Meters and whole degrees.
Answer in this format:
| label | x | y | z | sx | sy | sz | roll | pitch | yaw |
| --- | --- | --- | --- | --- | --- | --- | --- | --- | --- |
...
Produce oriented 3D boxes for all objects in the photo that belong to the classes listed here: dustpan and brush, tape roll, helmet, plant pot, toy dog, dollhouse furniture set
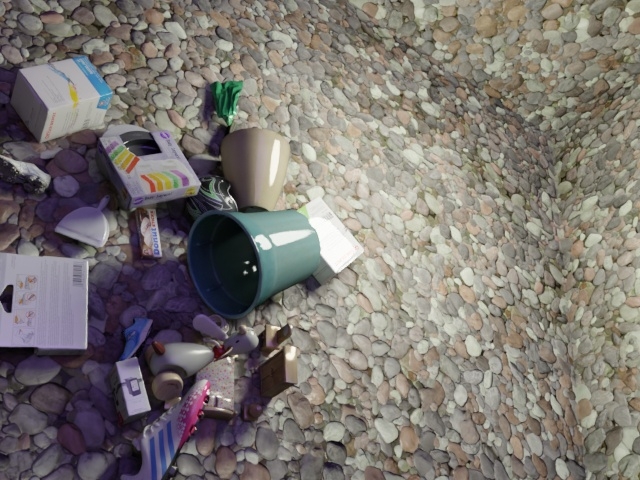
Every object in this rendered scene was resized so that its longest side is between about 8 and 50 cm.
| label | x | y | z | sx | sy | sz | roll | pitch | yaw |
| --- | --- | --- | --- | --- | --- | --- | --- | --- | --- |
| dustpan and brush | -0.700 | -0.072 | 1.852 | 0.147 | 0.060 | 0.211 | 22 | 57 | -6 |
| tape roll | -0.632 | -0.280 | 2.014 | 0.219 | 0.072 | 0.219 | 17 | 53 | -24 |
| helmet | -0.369 | -0.123 | 2.037 | 0.169 | 0.169 | 0.162 | 14 | 43 | -28 |
| plant pot | -0.234 | -0.213 | 2.138 | 0.256 | 0.256 | 0.274 | 14 | 60 | -28 |
| toy dog | -0.353 | 0.298 | 1.703 | 0.220 | 0.161 | 0.333 | 30 | 50 | 32 |
| plant pot | -0.197 | 0.047 | 1.957 | 0.334 | 0.341 | 0.341 | -15 | 71 | -49 |
| dollhouse furniture set | -0.262 | 0.359 | 1.791 | 0.355 | 0.174 | 0.303 | 15 | 54 | -27 |

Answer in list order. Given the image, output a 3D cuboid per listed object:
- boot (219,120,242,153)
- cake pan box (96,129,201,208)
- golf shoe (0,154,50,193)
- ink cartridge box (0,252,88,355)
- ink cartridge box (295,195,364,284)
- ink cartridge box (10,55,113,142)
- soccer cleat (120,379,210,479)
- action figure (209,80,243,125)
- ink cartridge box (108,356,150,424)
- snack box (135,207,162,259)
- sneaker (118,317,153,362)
| label | x | y | z | sx | sy | sz | roll | pitch | yaw |
| --- | --- | --- | --- | --- | --- | --- | --- | --- | --- |
| boot | -0.275 | -0.357 | 2.325 | 0.208 | 0.076 | 0.190 | 32 | 50 | -23 |
| cake pan box | -0.550 | -0.236 | 1.922 | 0.245 | 0.070 | 0.267 | -14 | 61 | -39 |
| golf shoe | -0.897 | -0.208 | 1.802 | 0.176 | 0.069 | 0.086 | 33 | 28 | -17 |
| ink cartridge box | -0.762 | 0.174 | 1.639 | 0.238 | 0.060 | 0.275 | 7 | 59 | -31 |
| ink cartridge box | 0.000 | 0.000 | 2.245 | 0.273 | 0.115 | 0.198 | 50 | 47 | 3 |
| ink cartridge box | -0.826 | -0.453 | 1.921 | 0.168 | 0.171 | 0.232 | 52 | 46 | 5 |
| soccer cleat | -0.409 | 0.507 | 1.596 | 0.143 | 0.116 | 0.331 | 23 | 65 | 1 |
| action figure | -0.363 | -0.533 | 2.346 | 0.137 | 0.063 | 0.232 | -10 | 51 | 3 |
| ink cartridge box | -0.518 | 0.406 | 1.624 | 0.063 | 0.109 | 0.151 | -8 | 67 | -34 |
| snack box | -0.554 | -0.022 | 1.935 | 0.064 | 0.022 | 0.178 | 3 | 60 | -35 |
| sneaker | -0.543 | 0.290 | 1.729 | 0.073 | 0.063 | 0.162 | 19 | 46 | -2 |
